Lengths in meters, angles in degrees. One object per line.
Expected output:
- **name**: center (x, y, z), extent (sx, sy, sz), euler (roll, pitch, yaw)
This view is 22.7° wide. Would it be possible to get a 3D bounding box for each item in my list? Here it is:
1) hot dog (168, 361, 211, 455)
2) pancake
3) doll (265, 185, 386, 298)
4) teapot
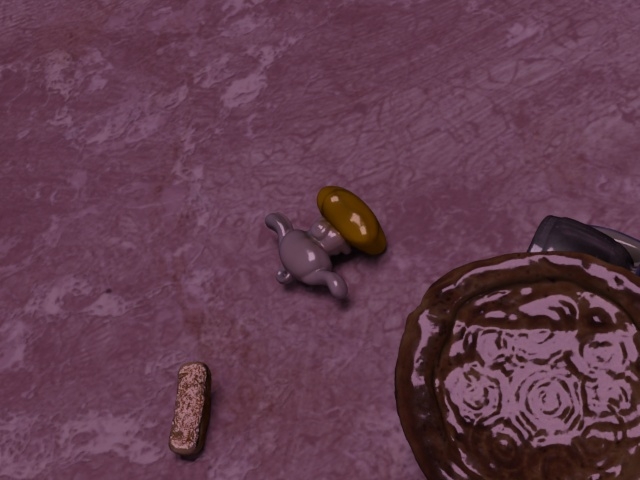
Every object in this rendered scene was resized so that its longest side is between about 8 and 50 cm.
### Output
- **hot dog**: center (-0.118, 0.157, 1.468), extent (0.030, 0.034, 0.090), euler (1, 66, 11)
- **pancake**: center (0.180, 0.124, 1.290), extent (0.250, 0.031, 0.250), euler (-4, 75, 15)
- **doll**: center (0.004, 0.004, 1.543), extent (0.113, 0.071, 0.135), euler (-24, 47, 13)
- **teapot**: center (0.235, 0.042, 1.389), extent (0.108, 0.149, 0.111), euler (16, 93, 20)
